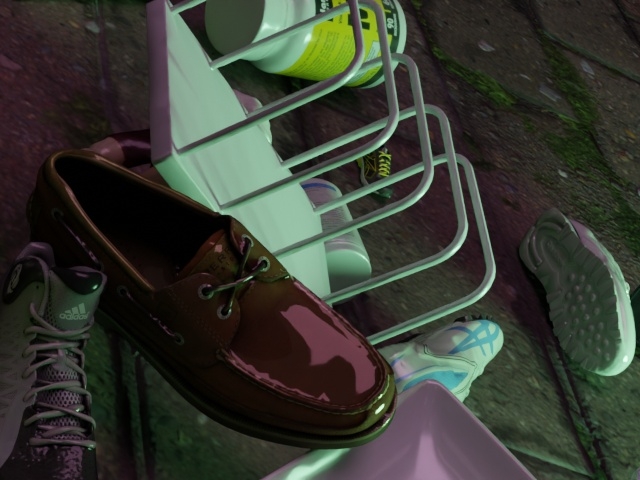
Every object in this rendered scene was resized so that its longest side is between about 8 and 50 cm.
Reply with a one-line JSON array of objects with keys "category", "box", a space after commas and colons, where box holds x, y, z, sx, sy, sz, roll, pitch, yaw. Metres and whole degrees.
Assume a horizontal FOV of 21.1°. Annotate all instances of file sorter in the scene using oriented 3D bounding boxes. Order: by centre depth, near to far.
[{"category": "file sorter", "box": [0.006, -0.067, 1.361, 0.277, 0.173, 0.193, 55, 20, -41]}]

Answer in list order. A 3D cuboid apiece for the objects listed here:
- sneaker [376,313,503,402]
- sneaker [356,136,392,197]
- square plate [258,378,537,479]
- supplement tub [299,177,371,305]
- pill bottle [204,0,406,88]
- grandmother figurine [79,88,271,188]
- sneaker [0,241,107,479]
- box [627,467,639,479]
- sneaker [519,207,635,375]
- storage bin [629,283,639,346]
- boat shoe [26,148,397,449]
[{"category": "sneaker", "box": [0.100, 0.119, 1.498, 0.237, 0.085, 0.086, -17, 83, -61]}, {"category": "sneaker", "box": [0.059, -0.078, 1.796, 0.031, 0.035, 0.083, 17, 33, -31]}, {"category": "square plate", "box": [0.077, 0.285, 1.151, 0.344, 0.049, 0.347, -26, 63, -41]}, {"category": "supplement tub", "box": [0.000, 0.000, 1.568, 0.071, 0.071, 0.107, 18, 32, -30]}, {"category": "pill bottle", "box": [-0.016, -0.235, 1.870, 0.208, 0.119, 0.119, 4, 40, -45]}, {"category": "grandmother figurine", "box": [-0.110, -0.035, 1.475, 0.208, 0.104, 0.342, 39, 29, -12]}, {"category": "sneaker", "box": [-0.183, 0.087, 1.157, 0.086, 0.132, 0.228, 12, 35, -37]}, {"category": "box", "box": [0.258, 0.305, 1.385, 0.063, 0.067, 0.324, 33, 28, -4]}, {"category": "sneaker", "box": [0.289, 0.058, 1.796, 0.095, 0.090, 0.235, 30, 28, -31]}, {"category": "storage bin", "box": [0.426, 0.090, 1.850, 0.180, 0.122, 0.084, 40, 28, 8]}, {"category": "boat shoe", "box": [-0.081, 0.041, 1.217, 0.307, 0.104, 0.110, 27, 54, 11]}]
